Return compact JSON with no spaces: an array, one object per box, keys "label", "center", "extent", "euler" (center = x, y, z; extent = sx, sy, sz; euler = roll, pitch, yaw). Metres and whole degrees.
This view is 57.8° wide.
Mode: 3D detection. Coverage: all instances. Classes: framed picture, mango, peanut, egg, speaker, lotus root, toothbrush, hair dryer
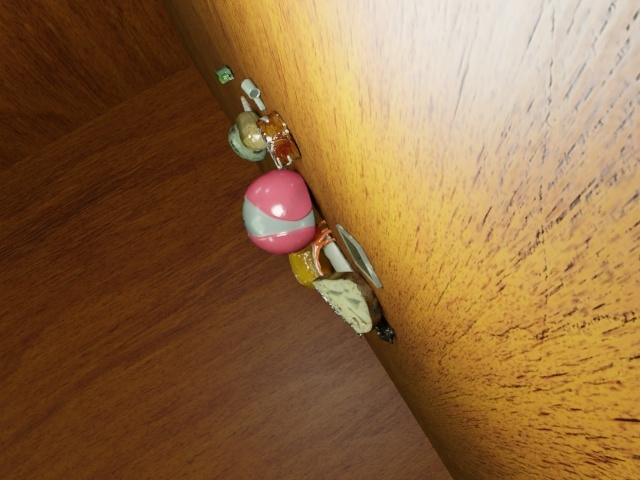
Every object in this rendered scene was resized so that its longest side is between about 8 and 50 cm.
[{"label":"framed picture","center":[0.108,0.042,1.673],"extent":[0.150,0.015,0.203],"euler":[61,176,-23]},{"label":"mango","center":[-0.066,0.057,2.647],"extent":[0.350,0.201,0.199],"euler":[66,150,25]},{"label":"peanut","center":[-0.246,-0.395,2.088],"extent":[0.120,0.110,0.236],"euler":[46,-174,-36]},{"label":"egg","center":[-0.287,-0.397,2.328],"extent":[0.182,0.141,0.141],"euler":[49,178,-14]},{"label":"speaker","center":[-0.134,-0.104,1.974],"extent":[0.294,0.294,0.294],"euler":[58,176,7]},{"label":"lotus root","center":[0.098,0.188,1.920],"extent":[0.261,0.074,0.170],"euler":[50,137,12]},{"label":"toothbrush","center":[-0.211,-0.389,2.240],"extent":[0.375,0.028,0.037],"euler":[60,-143,-9]},{"label":"hair dryer","center":[-0.194,-0.431,1.770],"extent":[0.063,0.038,0.124],"euler":[55,180,39]}]

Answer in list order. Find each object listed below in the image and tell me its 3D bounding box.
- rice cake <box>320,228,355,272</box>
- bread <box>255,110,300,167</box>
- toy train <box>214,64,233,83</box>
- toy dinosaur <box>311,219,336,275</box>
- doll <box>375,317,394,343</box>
[{"label":"rice cake","center":[0.065,0.072,2.081],"extent":[0.256,0.057,0.052],"euler":[57,174,22]},{"label":"bread","center":[-0.123,-0.287,1.666],"extent":[0.160,0.073,0.160],"euler":[58,175,7]},{"label":"toy train","center":[-0.359,-0.619,2.161],"extent":[0.093,0.056,0.038],"euler":[52,170,54]},{"label":"toy dinosaur","center":[0.002,0.002,2.047],"extent":[0.279,0.101,0.055],"euler":[69,-169,22]},{"label":"doll","center":[0.211,0.300,2.020],"extent":[0.139,0.057,0.165],"euler":[54,179,22]}]
